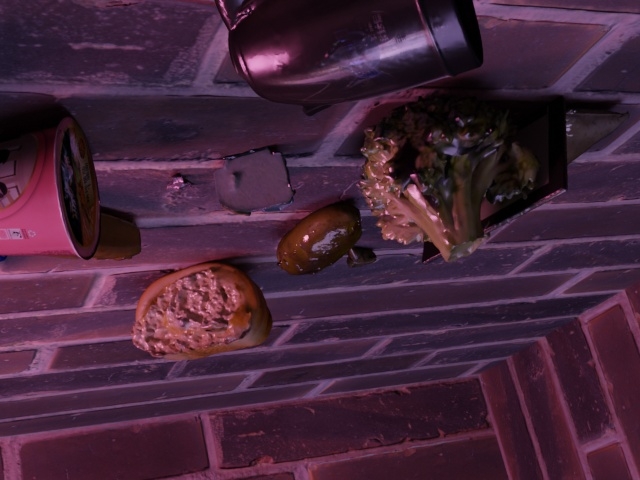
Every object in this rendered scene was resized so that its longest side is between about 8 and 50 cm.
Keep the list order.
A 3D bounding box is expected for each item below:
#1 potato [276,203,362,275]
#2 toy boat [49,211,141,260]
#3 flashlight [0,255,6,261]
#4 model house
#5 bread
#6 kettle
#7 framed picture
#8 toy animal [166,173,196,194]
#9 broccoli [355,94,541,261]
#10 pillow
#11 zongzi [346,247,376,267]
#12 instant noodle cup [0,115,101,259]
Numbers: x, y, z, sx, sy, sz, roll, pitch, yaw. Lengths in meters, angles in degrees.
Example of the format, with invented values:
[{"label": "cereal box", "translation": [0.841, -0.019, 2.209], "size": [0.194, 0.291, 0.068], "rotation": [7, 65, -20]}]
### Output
[{"label": "potato", "translation": [0.000, 0.000, 2.161], "size": [0.149, 0.113, 0.251], "rotation": [13, 148, -44]}, {"label": "toy boat", "translation": [-0.478, -0.008, 1.882], "size": [0.121, 0.089, 0.321], "rotation": [-21, 161, 33]}, {"label": "flashlight", "translation": [-0.677, 0.029, 1.930], "size": [0.121, 0.035, 0.057], "rotation": [-7, -172, -3]}, {"label": "model house", "translation": [-0.116, -0.097, 1.860], "size": [0.148, 0.119, 0.148], "rotation": [-16, 167, 6]}, {"label": "bread", "translation": [-0.274, 0.170, 2.318], "size": [0.316, 0.211, 0.270], "rotation": [-10, 168, 12]}, {"label": "kettle", "translation": [0.013, -0.316, 1.269], "size": [0.324, 0.228, 0.321], "rotation": [-16, 133, 18]}, {"label": "framed picture", "translation": [0.340, -0.117, 1.910], "size": [0.016, 0.265, 0.347], "rotation": [37, 132, -27]}, {"label": "toy animal", "translation": [-0.270, -0.102, 1.849], "size": [0.050, 0.028, 0.084], "rotation": [-24, 157, 4]}, {"label": "broccoli", "translation": [0.210, -0.103, 1.787], "size": [0.293, 0.281, 0.348], "rotation": [6, 142, -45]}, {"label": "pillow", "translation": [0.491, -0.193, 2.029], "size": [0.185, 0.075, 0.302], "rotation": [-4, 158, -28]}, {"label": "zongzi", "translation": [0.105, 0.030, 2.426], "size": [0.076, 0.040, 0.083], "rotation": [-15, 143, -14]}, {"label": "instant noodle cup", "translation": [-0.504, -0.071, 1.557], "size": [0.255, 0.244, 0.244], "rotation": [-6, 159, 3]}]
